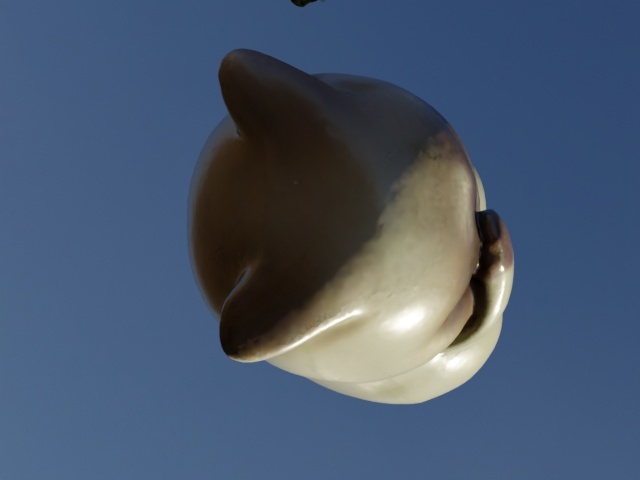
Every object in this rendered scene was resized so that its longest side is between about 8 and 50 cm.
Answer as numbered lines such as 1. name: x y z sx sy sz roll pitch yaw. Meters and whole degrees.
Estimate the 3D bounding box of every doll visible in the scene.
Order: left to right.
1. doll: 0.028 0.004 0.960 0.370 0.226 0.215 82 12 -82

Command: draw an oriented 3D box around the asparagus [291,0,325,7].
1. asparagus: -0.058 -0.324 1.079 0.080 0.080 0.287 -20 -100 52
